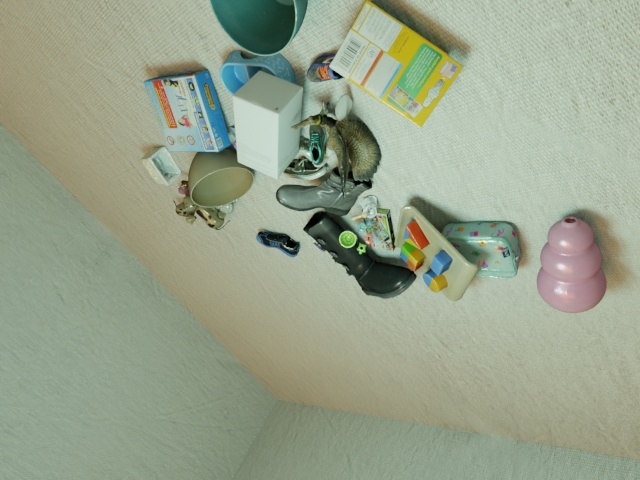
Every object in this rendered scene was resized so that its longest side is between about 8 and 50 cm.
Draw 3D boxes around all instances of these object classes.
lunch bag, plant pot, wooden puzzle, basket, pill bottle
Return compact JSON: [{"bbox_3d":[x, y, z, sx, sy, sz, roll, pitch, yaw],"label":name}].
[{"bbox_3d":[0.591,0.043,1.694,0.278,0.108,0.224,2,133,38],"label":"lunch bag"},{"bbox_3d":[-0.149,-0.714,1.322,0.289,0.195,0.290,21,142,18],"label":"plant pot"},{"bbox_3d":[0.410,0.067,1.745,0.348,0.080,0.322,46,162,23],"label":"wooden puzzle"},{"bbox_3d":[-0.798,-0.370,2.295,0.103,0.113,0.167,5,135,37],"label":"basket"},{"bbox_3d":[-0.457,-0.304,2.014,0.191,0.283,0.284,64,150,20],"label":"plant pot"},{"bbox_3d":[0.000,0.000,2.138,0.120,0.067,0.067,42,144,-11],"label":"pill bottle"}]

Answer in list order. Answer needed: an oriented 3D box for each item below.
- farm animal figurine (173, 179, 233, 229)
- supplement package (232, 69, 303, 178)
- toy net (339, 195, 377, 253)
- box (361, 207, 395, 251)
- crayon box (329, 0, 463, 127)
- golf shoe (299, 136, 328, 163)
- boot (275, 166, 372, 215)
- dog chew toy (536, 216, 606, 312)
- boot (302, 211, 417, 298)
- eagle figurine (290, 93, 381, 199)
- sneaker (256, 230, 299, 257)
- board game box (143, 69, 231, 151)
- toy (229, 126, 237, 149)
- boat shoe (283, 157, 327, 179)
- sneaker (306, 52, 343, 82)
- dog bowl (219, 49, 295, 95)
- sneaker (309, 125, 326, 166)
[{"bbox_3d":[-0.615,-0.168,2.332,0.326,0.172,0.330,36,144,-3],"label":"farm animal figurine"},{"bbox_3d":[-0.180,-0.399,1.605,0.177,0.175,0.293,25,145,12],"label":"supplement package"},{"bbox_3d":[0.173,-0.065,1.827,0.122,0.045,0.232,29,102,8],"label":"toy net"},{"bbox_3d":[0.246,-0.047,1.920,0.113,0.036,0.207,10,138,30],"label":"box"},{"bbox_3d":[0.215,-0.500,1.317,0.322,0.083,0.203,34,116,0],"label":"crayon box"},{"bbox_3d":[-0.052,-0.344,1.788,0.176,0.069,0.086,26,150,12],"label":"golf shoe"},{"bbox_3d":[0.012,-0.210,1.778,0.337,0.118,0.223,3,151,-23],"label":"boot"},{"bbox_3d":[0.812,0.074,1.492,0.206,0.207,0.332,5,128,34],"label":"dog chew toy"},{"bbox_3d":[0.155,0.047,1.968,0.445,0.146,0.367,49,152,-11],"label":"boot"},{"bbox_3d":[0.078,-0.325,1.590,0.298,0.226,0.225,51,-179,3],"label":"eagle figurine"},{"bbox_3d":[-0.210,-0.001,2.298,0.232,0.082,0.091,23,141,3],"label":"sneaker"},{"bbox_3d":[-0.547,-0.524,1.894,0.301,0.086,0.309,8,125,32],"label":"board game box"},{"bbox_3d":[-0.310,-0.382,1.878,0.237,0.056,0.137,25,149,51],"label":"toy"},{"bbox_3d":[-0.074,-0.292,1.851,0.219,0.078,0.070,5,137,36],"label":"boat shoe"},{"bbox_3d":[0.039,-0.548,1.460,0.221,0.087,0.083,-3,130,40],"label":"sneaker"},{"bbox_3d":[-0.235,-0.583,1.645,0.296,0.074,0.166,13,139,26],"label":"dog bowl"},{"bbox_3d":[-0.013,-0.354,1.688,0.064,0.076,0.167,-6,97,12],"label":"sneaker"}]
